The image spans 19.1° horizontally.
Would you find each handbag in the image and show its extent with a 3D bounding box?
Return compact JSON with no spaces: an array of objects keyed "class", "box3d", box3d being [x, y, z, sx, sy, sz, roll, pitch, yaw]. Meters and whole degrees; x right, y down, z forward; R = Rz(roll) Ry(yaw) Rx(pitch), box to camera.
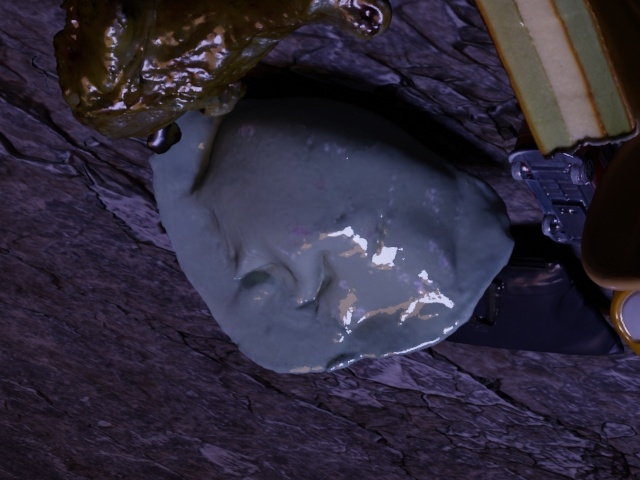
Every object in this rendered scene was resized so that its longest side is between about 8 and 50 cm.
[{"class":"handbag","box3d":[0.184,0.058,2.072,0.254,0.088,0.211,8,155,31]}]

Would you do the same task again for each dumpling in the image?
[{"class":"dumpling","box3d":[0.018,-0.023,1.909,0.320,0.212,0.270,14,121,43]}]

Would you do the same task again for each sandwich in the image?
[{"class":"sandwich","box3d":[0.176,-0.180,1.526,0.187,0.144,0.117,35,148,-31]}]

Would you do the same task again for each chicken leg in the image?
[{"class":"chicken leg","box3d":[-0.117,-0.198,1.720,0.211,0.140,0.361,12,153,-37]}]

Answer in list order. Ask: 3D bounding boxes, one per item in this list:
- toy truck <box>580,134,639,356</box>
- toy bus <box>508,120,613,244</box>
[{"class":"toy truck","box3d":[0.368,0.009,1.700,0.211,0.204,0.288,36,151,-26]},{"class":"toy bus","box3d":[0.237,-0.063,1.795,0.079,0.077,0.174,5,151,29]}]
